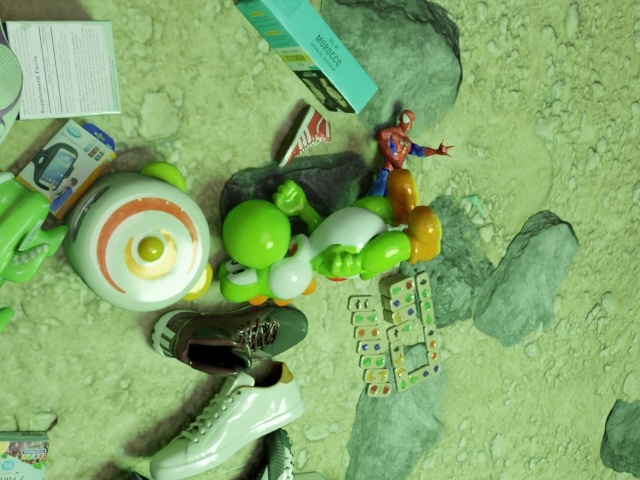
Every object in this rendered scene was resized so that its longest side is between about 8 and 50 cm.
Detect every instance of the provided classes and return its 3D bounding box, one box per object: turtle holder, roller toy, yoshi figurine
[{"bbox_3d":[-0.485,0.038,0.837,0.227,0.243,0.320,34,110,-16],"label":"turtle holder"},{"bbox_3d":[-0.264,0.003,0.995,0.191,0.146,0.209,-17,110,-27],"label":"roller toy"},{"bbox_3d":[-0.003,-0.014,1.103,0.362,0.203,0.203,-19,87,-3],"label":"yoshi figurine"}]

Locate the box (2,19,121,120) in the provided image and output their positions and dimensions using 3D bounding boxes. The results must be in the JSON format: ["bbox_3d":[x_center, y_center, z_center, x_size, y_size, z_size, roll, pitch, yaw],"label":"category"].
[{"bbox_3d":[-0.353,-0.230,0.933,0.137,0.072,0.126,-10,104,-30],"label":"box"}]

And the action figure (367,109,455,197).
[{"bbox_3d":[0.142,-0.100,1.235,0.091,0.139,0.281,15,90,-34],"label":"action figure"}]

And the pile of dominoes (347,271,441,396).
[{"bbox_3d":[0.161,0.194,1.363,0.195,0.040,0.251,-21,110,-27],"label":"pile of dominoes"}]

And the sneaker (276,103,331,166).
[{"bbox_3d":[-0.024,-0.165,1.169,0.067,0.042,0.118,34,80,-29],"label":"sneaker"}]

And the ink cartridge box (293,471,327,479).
[{"bbox_3d":[-0.031,0.524,1.285,0.089,0.092,0.143,7,98,-33],"label":"ink cartridge box"}]

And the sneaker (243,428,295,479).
[{"bbox_3d":[-0.109,0.453,1.229,0.106,0.078,0.234,7,90,-20],"label":"sneaker"}]

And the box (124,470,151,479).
[{"bbox_3d":[-0.248,0.584,0.998,0.312,0.343,0.179,-48,139,-14],"label":"box"}]

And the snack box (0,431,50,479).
[{"bbox_3d":[-0.478,0.332,0.999,0.141,0.037,0.100,10,97,-33],"label":"snack box"}]

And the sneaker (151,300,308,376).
[{"bbox_3d":[-0.117,0.172,1.113,0.281,0.162,0.107,-3,102,-31],"label":"sneaker"}]

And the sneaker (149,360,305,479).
[{"bbox_3d":[-0.167,0.291,1.156,0.290,0.106,0.123,-23,102,-34],"label":"sneaker"}]

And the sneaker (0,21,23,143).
[{"bbox_3d":[-0.452,-0.237,0.819,0.152,0.114,0.305,-12,84,9],"label":"sneaker"}]

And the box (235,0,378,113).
[{"bbox_3d":[-0.020,-0.311,1.106,0.244,0.100,0.060,44,78,-30],"label":"box"}]

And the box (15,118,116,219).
[{"bbox_3d":[-0.353,-0.106,0.962,0.081,0.028,0.136,36,80,9],"label":"box"}]
